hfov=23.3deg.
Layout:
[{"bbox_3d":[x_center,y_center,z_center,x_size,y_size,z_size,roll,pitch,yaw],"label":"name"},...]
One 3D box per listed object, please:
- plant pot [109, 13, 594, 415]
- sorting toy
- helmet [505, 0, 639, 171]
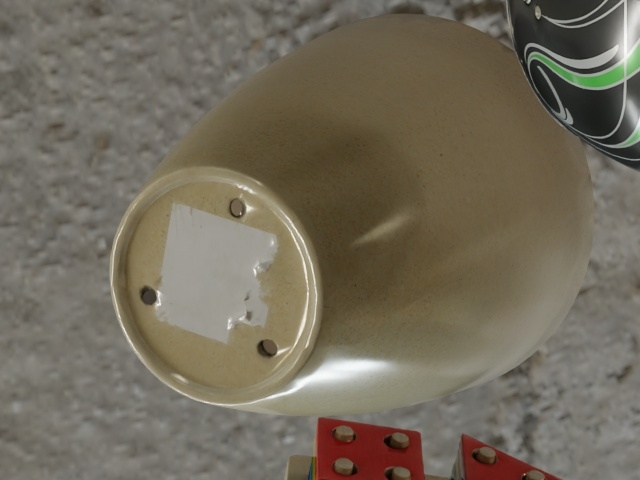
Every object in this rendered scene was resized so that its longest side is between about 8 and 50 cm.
[{"bbox_3d":[0.000,0.000,0.916,0.256,0.256,0.274,-46,169,25],"label":"plant pot"},{"bbox_3d":[0.099,0.245,1.235,0.255,0.257,0.089,9,117,-3],"label":"sorting toy"},{"bbox_3d":[0.182,-0.109,0.714,0.169,0.161,0.169,-1,93,-28],"label":"helmet"}]
